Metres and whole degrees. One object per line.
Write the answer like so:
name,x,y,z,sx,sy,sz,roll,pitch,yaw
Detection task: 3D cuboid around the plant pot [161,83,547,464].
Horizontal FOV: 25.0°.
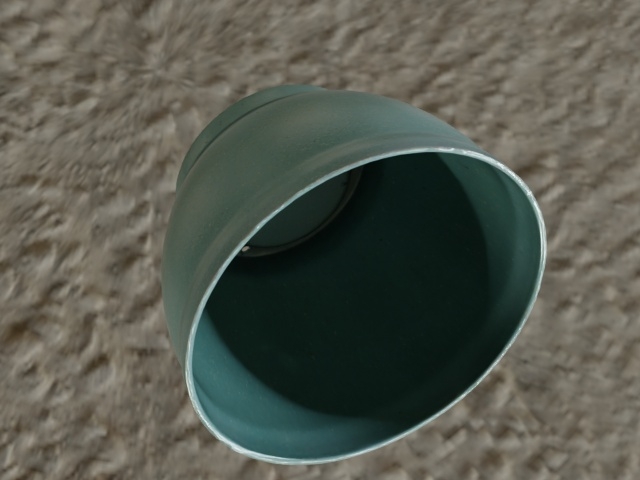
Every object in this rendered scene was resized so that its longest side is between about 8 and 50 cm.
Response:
plant pot,0.000,0.000,1.122,0.293,0.196,0.293,-16,132,-18
